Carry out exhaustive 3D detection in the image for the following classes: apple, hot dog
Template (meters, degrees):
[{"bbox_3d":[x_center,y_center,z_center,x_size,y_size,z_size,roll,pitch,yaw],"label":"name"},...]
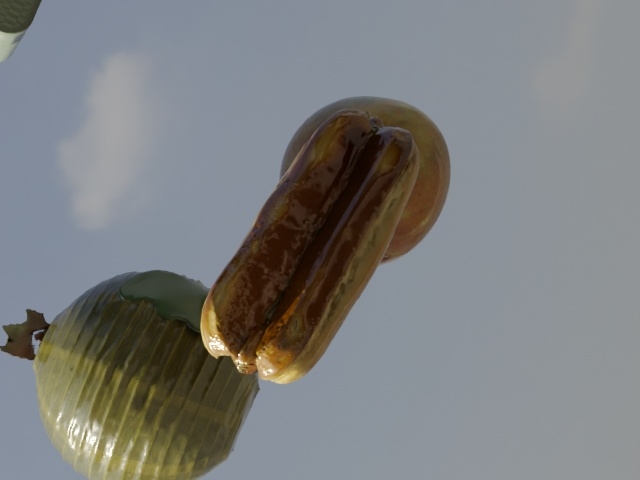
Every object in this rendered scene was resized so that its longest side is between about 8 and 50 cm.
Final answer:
[{"bbox_3d":[0.052,-0.071,1.992,0.196,0.196,0.196,12,-90,-70],"label":"apple"},{"bbox_3d":[0.000,0.000,1.768,0.100,0.135,0.337,82,-149,-53],"label":"hot dog"}]

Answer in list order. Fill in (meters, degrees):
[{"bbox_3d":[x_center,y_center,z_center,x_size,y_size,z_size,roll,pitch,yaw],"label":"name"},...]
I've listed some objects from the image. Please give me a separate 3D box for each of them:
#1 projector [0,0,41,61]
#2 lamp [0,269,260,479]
[{"bbox_3d":[-0.416,-0.285,1.844,0.108,0.250,0.198,-66,13,-10],"label":"projector"},{"bbox_3d":[-0.211,0.147,1.909,0.250,0.284,0.250,19,-90,-88],"label":"lamp"}]
